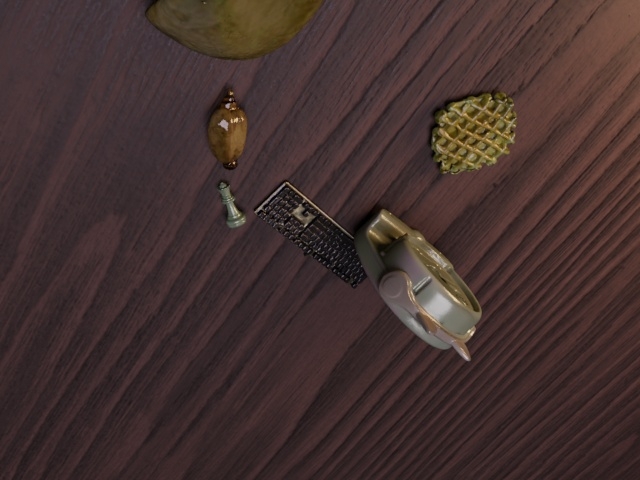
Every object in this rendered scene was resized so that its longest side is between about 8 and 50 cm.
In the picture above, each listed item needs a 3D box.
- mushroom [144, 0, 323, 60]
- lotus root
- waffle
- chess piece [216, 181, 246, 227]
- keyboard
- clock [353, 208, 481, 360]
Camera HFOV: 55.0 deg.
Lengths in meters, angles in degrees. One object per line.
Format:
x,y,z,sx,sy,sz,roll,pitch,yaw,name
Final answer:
-0.097,-0.385,0.920,0.217,0.212,0.292,33,104,-22,mushroom
-0.168,-0.198,1.100,0.072,0.063,0.151,-12,129,-30,lotus root
0.309,-0.213,1.236,0.184,0.036,0.169,-14,128,-3,waffle
-0.178,-0.073,1.200,0.042,0.042,0.093,-20,120,-1,chess piece
0.000,0.000,1.303,0.106,0.027,0.317,-43,124,14,keyboard
0.213,0.097,1.242,0.108,0.324,0.265,-44,124,16,clock
